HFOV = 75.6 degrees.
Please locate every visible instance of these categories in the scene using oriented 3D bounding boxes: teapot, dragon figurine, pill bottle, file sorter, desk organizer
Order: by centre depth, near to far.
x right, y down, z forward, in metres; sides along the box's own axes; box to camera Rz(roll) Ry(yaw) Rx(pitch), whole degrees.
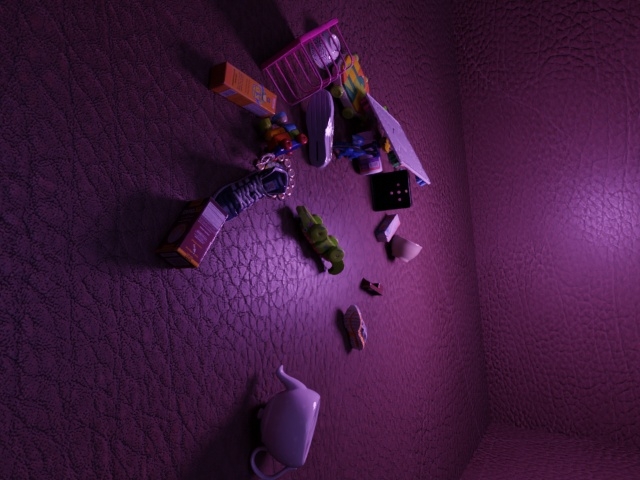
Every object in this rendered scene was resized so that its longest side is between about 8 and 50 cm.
[{"bbox_3d":[-0.116,0.592,1.331,0.256,0.187,0.253,-65,165,-57],"label":"teapot"},{"bbox_3d":[-0.035,-0.653,1.525,0.182,0.202,0.291,57,44,-21],"label":"file sorter"},{"bbox_3d":[0.147,-0.407,1.806,0.289,0.144,0.085,1,82,-46],"label":"dragon figurine"},{"bbox_3d":[0.224,-0.414,1.951,0.108,0.108,0.194,-25,107,-52],"label":"pill bottle"},{"bbox_3d":[0.251,0.221,1.973,0.130,0.047,0.050,35,57,-47],"label":"desk organizer"}]

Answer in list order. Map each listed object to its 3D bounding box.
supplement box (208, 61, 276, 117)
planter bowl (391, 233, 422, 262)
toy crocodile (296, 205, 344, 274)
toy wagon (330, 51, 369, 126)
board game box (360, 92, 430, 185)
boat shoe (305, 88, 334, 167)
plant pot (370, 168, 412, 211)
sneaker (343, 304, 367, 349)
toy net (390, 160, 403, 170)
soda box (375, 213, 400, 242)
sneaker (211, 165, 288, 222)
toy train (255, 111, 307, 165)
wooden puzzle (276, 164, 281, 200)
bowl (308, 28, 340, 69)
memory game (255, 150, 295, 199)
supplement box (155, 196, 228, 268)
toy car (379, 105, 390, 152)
[{"bbox_3d":[-0.247,-0.485,1.346,0.233,0.080,0.078,16,76,-55],"label":"supplement box"},{"bbox_3d":[0.438,0.048,2.172,0.162,0.162,0.109,22,96,-51],"label":"planter bowl"},{"bbox_3d":[0.000,0.000,1.617,0.340,0.105,0.115,52,6,-36],"label":"toy crocodile"},{"bbox_3d":[0.159,-0.685,1.911,0.344,0.068,0.267,52,48,-41],"label":"toy wagon"},{"bbox_3d":[0.355,-0.462,1.945,0.390,0.050,0.390,14,50,-56],"label":"board game box"},{"bbox_3d":[0.002,-0.445,1.656,0.094,0.109,0.303,-39,136,-67],"label":"boat shoe"},{"bbox_3d":[0.377,-0.248,2.095,0.167,0.188,0.188,-8,93,-65],"label":"plant pot"},{"bbox_3d":[0.159,0.372,1.810,0.083,0.084,0.215,-39,126,-52],"label":"sneaker"},{"bbox_3d":[0.430,-0.387,2.285,0.232,0.045,0.122,53,49,-34],"label":"toy net"},{"bbox_3d":[0.349,-0.065,2.125,0.183,0.058,0.063,-50,125,-44],"label":"soda box"},{"bbox_3d":[-0.214,-0.147,1.281,0.282,0.153,0.099,-46,122,-40],"label":"sneaker"},{"bbox_3d":[-0.169,-0.352,1.411,0.248,0.105,0.143,-35,95,-46],"label":"toy train"},{"bbox_3d":[-0.151,-0.209,1.501,0.078,0.014,0.116,40,56,-39],"label":"wooden puzzle"},{"bbox_3d":[0.031,-0.826,1.757,0.170,0.080,0.170,6,82,-53],"label":"bowl"},{"bbox_3d":[-0.158,-0.237,1.476,0.186,0.012,0.186,10,76,-46],"label":"memory game"},{"bbox_3d":[-0.350,-0.021,1.133,0.081,0.104,0.188,51,48,-37],"label":"supplement box"},{"bbox_3d":[0.349,-0.595,2.187,0.239,0.053,0.225,-42,119,-48],"label":"toy car"}]
